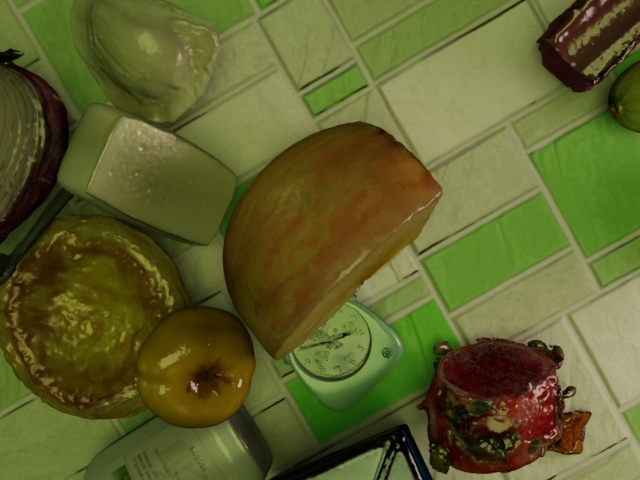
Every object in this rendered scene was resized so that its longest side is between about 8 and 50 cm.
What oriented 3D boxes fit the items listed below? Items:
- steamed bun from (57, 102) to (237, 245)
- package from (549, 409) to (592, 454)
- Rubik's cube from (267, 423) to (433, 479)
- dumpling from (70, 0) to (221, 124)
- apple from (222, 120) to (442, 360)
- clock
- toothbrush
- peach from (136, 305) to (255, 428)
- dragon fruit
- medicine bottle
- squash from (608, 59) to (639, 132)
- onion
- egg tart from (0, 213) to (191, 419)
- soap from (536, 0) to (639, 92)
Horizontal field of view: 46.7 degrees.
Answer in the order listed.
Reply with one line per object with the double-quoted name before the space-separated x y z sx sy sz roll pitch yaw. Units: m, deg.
"steamed bun" -0.255 -0.096 1.073 0.241 0.164 0.146 26 88 -40
"package" 0.378 0.302 1.185 0.110 0.033 0.077 11 86 -5
"Rubik's cube" 0.062 0.423 1.065 0.249 0.246 0.248 -24 75 3
"dumpling" -0.272 -0.272 1.101 0.252 0.131 0.179 18 118 10
"apple" 0.000 0.000 1.050 0.309 0.314 0.252 -37 125 -10
"clock" 0.014 0.148 1.159 0.159 0.066 0.211 -43 93 4
"toothbrush" -0.384 -0.052 1.080 0.030 0.031 0.297 23 55 9
"peach" -0.175 0.180 1.044 0.179 0.103 0.179 -9 106 -32
"dragon fruit" 0.260 0.227 1.106 0.282 0.211 0.147 -22 102 -23
"medicine bottle" -0.249 0.374 1.157 0.324 0.124 0.179 -33 88 2
"squash" 0.542 -0.223 1.086 0.247 0.132 0.133 -8 95 2
"onion" -0.492 -0.101 1.096 0.267 0.159 0.349 9 95 13
"egg tart" -0.336 0.114 1.132 0.318 0.128 0.319 0 95 3
"soap" 0.444 -0.343 1.052 0.289 0.182 0.112 -44 92 10
